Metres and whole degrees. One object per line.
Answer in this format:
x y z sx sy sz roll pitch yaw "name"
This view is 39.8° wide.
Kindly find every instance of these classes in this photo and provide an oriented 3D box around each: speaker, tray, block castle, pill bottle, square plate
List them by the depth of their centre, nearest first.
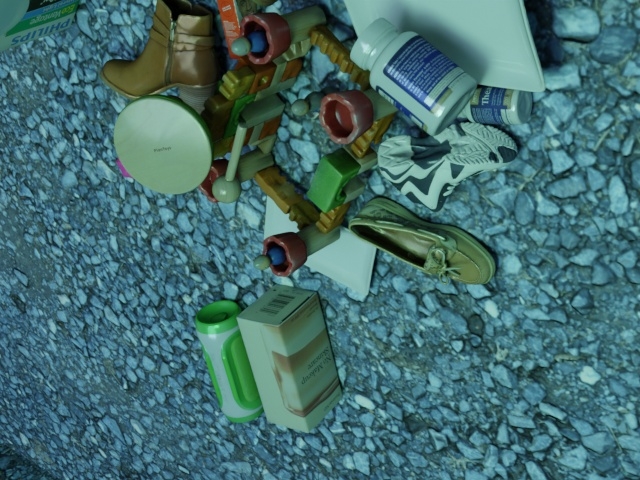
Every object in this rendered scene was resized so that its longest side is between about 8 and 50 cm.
0.167 -0.391 1.349 0.347 0.049 0.344 17 147 39 "square plate"
0.143 -0.263 1.398 0.187 0.112 0.112 41 137 10 "pill bottle"
0.276 -0.223 1.438 0.120 0.067 0.067 8 124 35 "pill bottle"
-0.067 -0.174 1.610 0.303 0.213 0.453 47 141 18 "block castle"
0.000 0.000 1.850 0.270 0.030 0.145 27 134 22 "tray"
-0.217 0.298 2.167 0.131 0.131 0.296 9 124 35 "speaker"

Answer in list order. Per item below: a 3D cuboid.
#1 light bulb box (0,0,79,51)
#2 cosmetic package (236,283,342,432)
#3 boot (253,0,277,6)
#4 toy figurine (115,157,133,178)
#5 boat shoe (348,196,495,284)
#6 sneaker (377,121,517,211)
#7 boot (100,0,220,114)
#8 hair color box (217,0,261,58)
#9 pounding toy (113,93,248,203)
-0.653 -0.562 1.746 0.225 0.358 0.361 47 138 5 "light bulb box"
-0.065 0.267 2.004 0.129 0.153 0.296 9 125 36 "cosmetic package"
-0.121 -0.495 1.449 0.236 0.089 0.269 25 172 -16 "boot"
-0.383 -0.184 1.938 0.130 0.159 0.173 50 138 -1 "toy figurine"
0.188 0.016 1.663 0.285 0.089 0.104 25 132 23 "boat shoe"
0.227 -0.120 1.546 0.235 0.094 0.153 -10 149 12 "sneaker"
-0.329 -0.387 1.785 0.284 0.109 0.220 23 132 23 "boot"
-0.146 -0.416 1.645 0.043 0.072 0.141 10 125 35 "hair color box"
-0.235 -0.178 1.564 0.237 0.110 0.182 17 123 6 "pounding toy"
